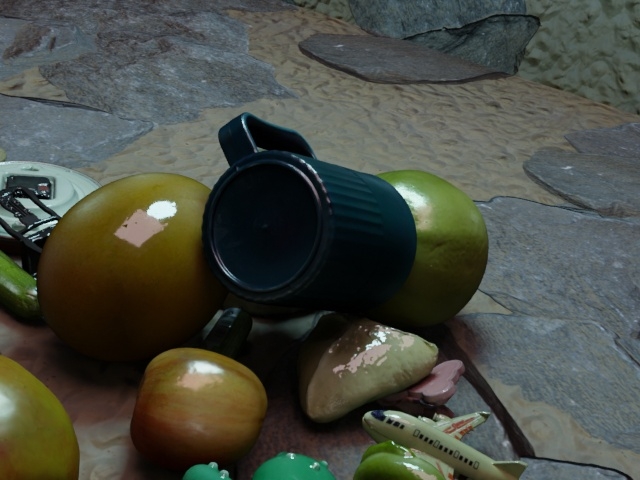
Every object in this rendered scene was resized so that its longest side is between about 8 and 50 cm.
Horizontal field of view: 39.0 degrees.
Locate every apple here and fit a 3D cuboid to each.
[{"bbox_3d":[-0.169,0.236,1.270,0.199,0.199,0.199,9,30,-5],"label":"apple"},{"bbox_3d":[0.153,0.013,1.630,0.292,0.291,0.254,30,7,29],"label":"apple"}]

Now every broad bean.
[{"bbox_3d":[0.119,0.349,1.218,0.174,0.124,0.082,35,22,27],"label":"broad bean"}]

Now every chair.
[{"bbox_3d":[-0.494,0.006,1.593,0.229,0.113,0.106,30,40,29],"label":"chair"}]

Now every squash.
[{"bbox_3d":[-0.542,0.063,1.537,0.239,0.069,0.069,32,35,30],"label":"squash"}]

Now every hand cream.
[{"bbox_3d":[-0.172,0.190,1.477,0.086,0.055,0.235,15,37,10],"label":"hand cream"}]

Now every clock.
[{"bbox_3d":[-0.570,-0.080,1.761,0.319,0.080,0.318,8,31,-5],"label":"clock"}]

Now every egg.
[{"bbox_3d":[-0.284,0.039,1.444,0.283,0.282,0.351,24,44,21],"label":"egg"}]

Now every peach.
[{"bbox_3d":[-0.434,0.254,1.026,0.308,0.307,0.332,-18,37,-40],"label":"peach"}]

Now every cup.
[{"bbox_3d":[-0.015,-0.039,1.411,0.242,0.307,0.292,0,-3,28],"label":"cup"}]

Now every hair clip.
[{"bbox_3d":[0.155,0.234,1.451,0.138,0.102,0.123,23,29,20],"label":"hair clip"}]

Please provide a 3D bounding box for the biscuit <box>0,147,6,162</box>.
[{"bbox_3d":[-0.737,-0.184,1.944,0.120,0.015,0.120,9,30,-5],"label":"biscuit"}]

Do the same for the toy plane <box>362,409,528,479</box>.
[{"bbox_3d":[0.180,0.316,1.318,0.256,0.104,0.242,16,32,7],"label":"toy plane"}]

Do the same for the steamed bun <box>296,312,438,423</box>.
[{"bbox_3d":[0.040,0.179,1.461,0.231,0.110,0.212,-22,26,-22],"label":"steamed bun"}]

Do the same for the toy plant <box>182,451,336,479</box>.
[{"bbox_3d":[-0.047,0.368,1.078,0.280,0.185,0.400,4,21,4],"label":"toy plant"}]

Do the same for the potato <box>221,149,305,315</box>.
[{"bbox_3d":[-0.090,-0.011,1.640,0.190,0.264,0.211,20,24,32],"label":"potato"}]
